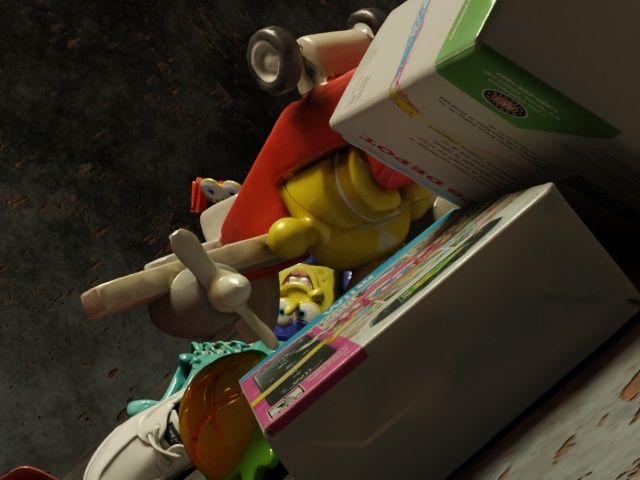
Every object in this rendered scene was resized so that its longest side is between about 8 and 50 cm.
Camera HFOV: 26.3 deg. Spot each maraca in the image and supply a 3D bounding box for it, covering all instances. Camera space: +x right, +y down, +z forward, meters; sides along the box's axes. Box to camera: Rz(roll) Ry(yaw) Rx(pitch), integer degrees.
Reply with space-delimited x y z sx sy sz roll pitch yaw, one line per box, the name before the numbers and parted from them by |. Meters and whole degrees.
maraca | -0.068 0.160 1.222 0.185 0.099 0.127 5 78 66

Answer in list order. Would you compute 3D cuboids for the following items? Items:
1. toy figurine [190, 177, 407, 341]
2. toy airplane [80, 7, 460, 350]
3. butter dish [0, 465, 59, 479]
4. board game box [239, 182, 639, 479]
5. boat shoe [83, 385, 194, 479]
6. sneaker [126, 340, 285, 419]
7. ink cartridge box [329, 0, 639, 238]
toy figurine | 0.020 0.052 1.603 0.362 0.217 0.191 7 2 17
toy airplane | 0.000 0.000 1.303 0.386 0.272 0.384 -36 -19 4
butter dish | -0.225 0.280 1.124 0.160 0.160 0.118 -36 27 44
board game box | 0.062 0.075 0.919 0.224 0.097 0.303 -39 2 -5
boat shoe | -0.170 0.222 1.599 0.258 0.095 0.084 -40 -1 -10
sneaker | -0.123 0.168 1.721 0.275 0.110 0.107 -40 3 -31
ink cartridge box | 0.153 -0.098 0.951 0.117 0.201 0.278 -63 13 -13
